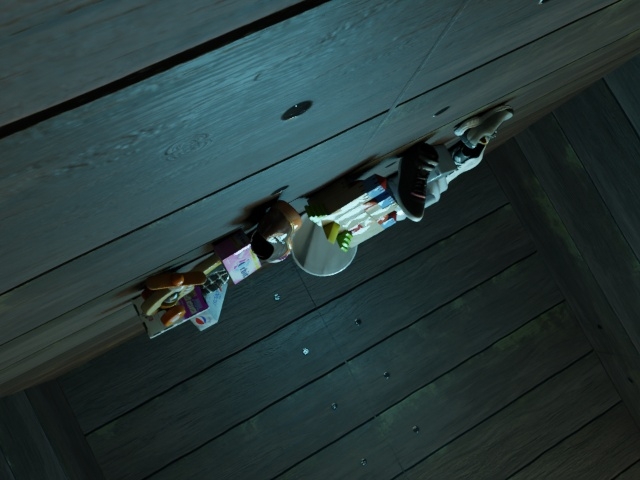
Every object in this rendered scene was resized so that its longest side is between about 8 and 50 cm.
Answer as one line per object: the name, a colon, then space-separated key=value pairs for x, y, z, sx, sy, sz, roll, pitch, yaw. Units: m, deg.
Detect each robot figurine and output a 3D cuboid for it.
robot figurine: x=0.402 y=-0.220 z=2.163 sx=0.354 sy=0.199 sz=0.300 roll=-27 pitch=-149 yaw=-5

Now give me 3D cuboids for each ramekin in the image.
ramekin: x=0.000 y=0.000 z=1.876 sx=0.273 sy=0.272 sz=0.127 roll=-28 pitch=-170 yaw=-9

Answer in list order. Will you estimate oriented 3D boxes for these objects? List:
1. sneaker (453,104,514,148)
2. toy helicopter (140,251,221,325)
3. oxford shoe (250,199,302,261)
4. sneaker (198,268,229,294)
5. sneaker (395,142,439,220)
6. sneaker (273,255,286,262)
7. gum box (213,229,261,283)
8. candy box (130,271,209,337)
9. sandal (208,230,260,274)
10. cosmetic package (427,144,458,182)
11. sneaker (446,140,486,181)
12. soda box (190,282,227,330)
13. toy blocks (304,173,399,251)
sneaker: x=0.611 y=-0.415 z=1.733 sx=0.272 sy=0.107 sz=0.100 roll=-28 pitch=175 yaw=-23
toy helicopter: x=-0.433 y=0.119 z=1.554 sx=0.355 sy=0.140 sz=0.235 roll=-38 pitch=170 yaw=-15
oxford shoe: x=-0.163 y=0.001 z=1.415 sx=0.132 sy=0.130 sz=0.363 roll=-46 pitch=174 yaw=-23
sneaker: x=-0.488 y=0.164 z=1.946 sx=0.279 sy=0.107 sz=0.118 roll=-26 pitch=-164 yaw=20
sneaker: x=0.339 y=-0.216 z=1.627 sx=0.105 sy=0.295 sz=0.147 roll=16 pitch=146 yaw=-18
sneaker: x=-0.218 y=0.063 z=2.291 sx=0.111 sy=0.102 sz=0.252 roll=-32 pitch=175 yaw=26
gum box: x=-0.265 y=0.058 z=1.530 sx=0.107 sy=0.062 sz=0.188 roll=-33 pitch=154 yaw=-14
candy box: x=-0.554 y=0.238 z=1.748 sx=0.234 sy=0.159 sz=0.071 roll=-26 pitch=175 yaw=-22
sandal: x=-0.240 y=0.039 z=1.707 sx=0.446 sy=0.106 sz=0.168 roll=-30 pitch=176 yaw=24
cosmetic package: x=0.463 y=-0.312 z=1.928 sx=0.107 sy=0.127 sz=0.238 roll=-30 pitch=174 yaw=36
sneaker: x=0.604 y=-0.366 z=2.290 sx=0.448 sy=0.169 sz=0.257 roll=-36 pitch=168 yaw=1
soda box: x=-0.480 y=0.250 z=2.021 sx=0.091 sy=0.098 sz=0.286 roll=-29 pitch=-154 yaw=13
toy blocks: x=0.142 y=-0.114 z=1.611 sx=0.261 sy=0.190 sz=0.381 roll=-30 pitch=152 yaw=16
